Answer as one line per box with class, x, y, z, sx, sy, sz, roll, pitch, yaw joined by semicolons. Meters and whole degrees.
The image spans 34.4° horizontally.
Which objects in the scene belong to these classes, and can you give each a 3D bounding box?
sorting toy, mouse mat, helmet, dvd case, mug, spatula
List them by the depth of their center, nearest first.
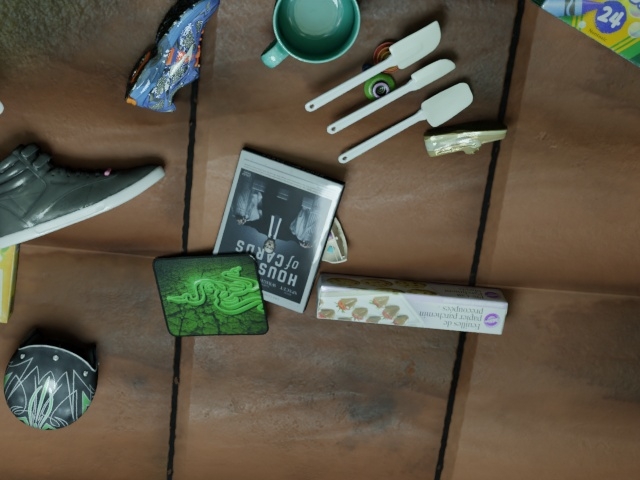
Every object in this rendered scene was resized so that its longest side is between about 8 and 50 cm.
mug;-0.020;-0.340;1.569;0.157;0.097;0.129;-8;112;2
sorting toy;0.097;-0.263;1.634;0.061;0.042;0.102;11;111;-6
spatula;0.110;-0.221;1.637;0.242;0.019;0.168;-30;130;5
dvd case;-0.077;-0.015;1.710;0.179;0.029;0.239;20;110;6
sorting toy;0.000;0.000;1.736;0.075;0.045;0.083;-17;102;16
helmet;-0.455;0.237;1.745;0.169;0.161;0.169;-1;112;-2
mouse mat;-0.187;0.095;1.756;0.189;0.007;0.153;-4;112;16

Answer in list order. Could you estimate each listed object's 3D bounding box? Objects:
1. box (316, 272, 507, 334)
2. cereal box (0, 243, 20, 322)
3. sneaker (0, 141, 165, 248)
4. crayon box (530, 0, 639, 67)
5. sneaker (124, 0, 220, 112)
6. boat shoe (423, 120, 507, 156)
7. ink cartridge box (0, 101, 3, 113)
box;0.153;0.108;1.771;0.324;0.067;0.063;6;111;-4
cereal box;-0.629;0.036;1.720;0.240;0.047;0.173;10;110;-6
sneaker;-0.405;-0.102;1.647;0.295;0.104;0.147;-21;97;-4
crayon box;0.494;-0.448;1.555;0.203;0.083;0.323;27;108;-12
sneaker;-0.217;-0.292;1.600;0.087;0.083;0.221;27;114;-26
boat shoe;0.237;-0.163;1.678;0.135;0.050;0.045;-5;115;10
ink cartridge box;-0.669;-0.251;1.527;0.353;0.119;0.207;46;74;-17
